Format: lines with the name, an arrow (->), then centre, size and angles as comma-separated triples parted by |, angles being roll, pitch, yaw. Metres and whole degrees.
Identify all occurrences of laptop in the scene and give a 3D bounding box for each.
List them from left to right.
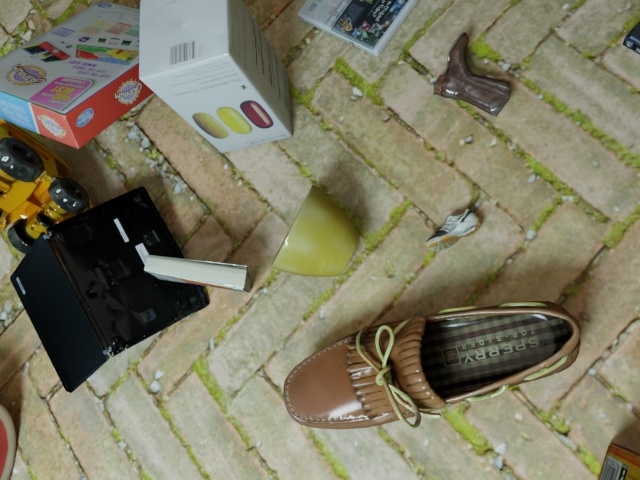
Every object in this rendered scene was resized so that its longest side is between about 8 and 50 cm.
laptop -> -0.357, 0.082, 0.926 | 0.264, 0.136, 0.234 | -29, 80, -19

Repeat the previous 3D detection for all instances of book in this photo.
book -> -0.179, 0.054, 0.836 | 0.144, 0.096, 0.035 | 8, 77, -1

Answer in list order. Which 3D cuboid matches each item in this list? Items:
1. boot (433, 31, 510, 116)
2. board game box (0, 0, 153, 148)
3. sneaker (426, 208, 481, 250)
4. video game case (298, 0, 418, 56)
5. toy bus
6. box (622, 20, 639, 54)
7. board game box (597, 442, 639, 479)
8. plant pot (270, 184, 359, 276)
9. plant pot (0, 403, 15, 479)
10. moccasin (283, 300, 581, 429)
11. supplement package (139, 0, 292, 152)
boot -> 0.243, -0.250, 0.841 | 0.114, 0.037, 0.106 | 26, 97, 25
board game box -> -0.396, -0.302, 0.962 | 0.242, 0.064, 0.316 | 22, 52, 22
sneaker -> 0.187, -0.015, 0.801 | 0.083, 0.032, 0.037 | -26, 55, 4
video game case -> 0.081, -0.424, 0.950 | 0.173, 0.022, 0.190 | 34, 86, 23
toy bus -> -0.511, -0.105, 0.977 | 0.149, 0.220, 0.211 | -41, 35, 13
box -> 0.485, -0.284, 0.784 | 0.067, 0.018, 0.083 | -46, 67, 2
board game box -> 0.394, 0.414, 0.434 | 0.356, 0.356, 0.356 | 19, 82, 21
plant pot -> 0.000, 0.000, 0.810 | 0.095, 0.134, 0.134 | 27, 84, -5
plant pot -> -0.636, 0.333, 0.848 | 0.243, 0.275, 0.275 | 0, 75, 7
moccasin -> 0.129, 0.160, 0.702 | 0.380, 0.147, 0.139 | -11, 72, 14
supplement package -> -0.148, -0.254, 0.853 | 0.139, 0.244, 0.134 | -10, 71, 16
